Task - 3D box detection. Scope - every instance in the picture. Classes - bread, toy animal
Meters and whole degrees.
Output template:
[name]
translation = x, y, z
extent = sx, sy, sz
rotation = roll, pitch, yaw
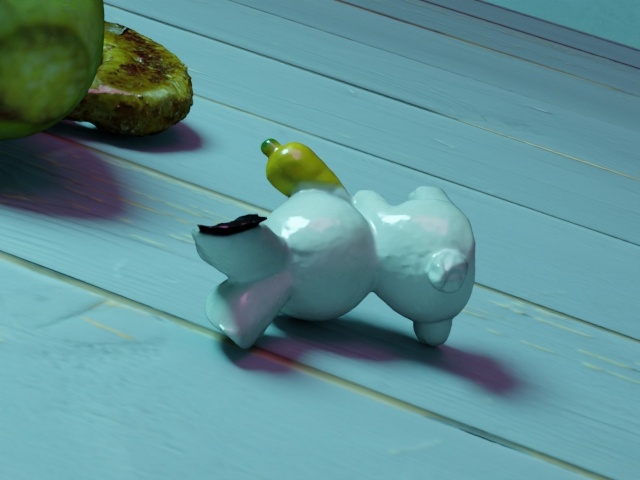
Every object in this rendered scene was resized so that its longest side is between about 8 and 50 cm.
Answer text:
[bread]
translation = -0.197, -0.133, 1.383
extent = 0.193, 0.064, 0.193
rotation = 15, 22, -6
[toy animal]
translation = 0.000, 0.000, 1.017
extent = 0.182, 0.131, 0.127
rotation = 0, -2, -18

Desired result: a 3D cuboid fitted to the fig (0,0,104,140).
[fig]
translation = -0.281, -0.191, 1.185
extent = 0.326, 0.258, 0.258
rotation = 45, 28, 24
